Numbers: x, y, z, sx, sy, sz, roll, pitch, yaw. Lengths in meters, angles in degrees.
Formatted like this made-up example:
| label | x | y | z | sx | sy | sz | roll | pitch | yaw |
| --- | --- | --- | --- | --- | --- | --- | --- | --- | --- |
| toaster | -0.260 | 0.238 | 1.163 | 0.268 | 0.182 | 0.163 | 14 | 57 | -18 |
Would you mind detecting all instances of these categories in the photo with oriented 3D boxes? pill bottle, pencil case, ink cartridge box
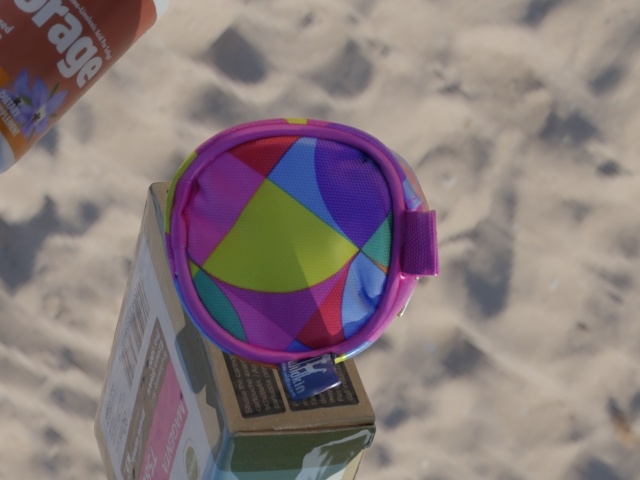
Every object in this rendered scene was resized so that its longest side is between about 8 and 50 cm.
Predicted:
| label | x | y | z | sx | sy | sz | roll | pitch | yaw |
| --- | --- | --- | --- | --- | --- | --- | --- | --- | --- |
| pill bottle | -0.173 | -0.155 | 1.209 | 0.121 | 0.216 | 0.121 | 38 | 164 | 13 |
| pencil case | 0.000 | 0.000 | 0.785 | 0.104 | 0.104 | 0.236 | 37 | -176 | 1 |
| ink cartridge box | -0.059 | 0.110 | 1.121 | 0.234 | 0.088 | 0.193 | 107 | 152 | -42 |
